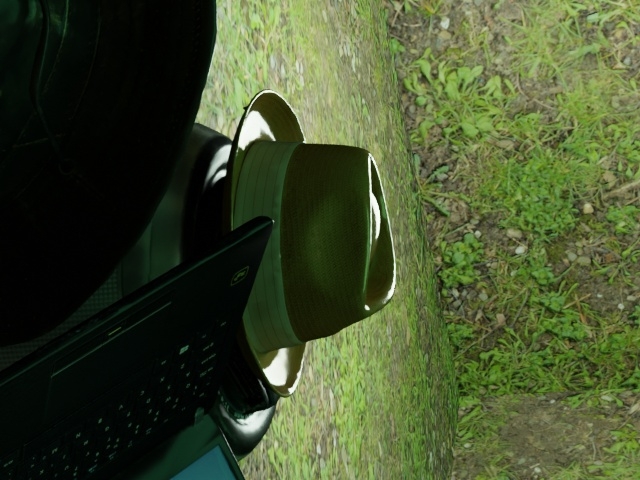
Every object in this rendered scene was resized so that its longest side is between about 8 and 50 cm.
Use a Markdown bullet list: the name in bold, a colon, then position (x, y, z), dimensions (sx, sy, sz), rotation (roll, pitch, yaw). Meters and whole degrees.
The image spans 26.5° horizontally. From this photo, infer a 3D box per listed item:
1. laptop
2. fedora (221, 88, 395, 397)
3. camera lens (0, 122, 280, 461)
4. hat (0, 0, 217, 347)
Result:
- **laptop**: position (-0.092, 0.158, 0.653), dimensions (0.234, 0.136, 0.264), rotation (-33, 157, -37)
- **fedora**: position (0.000, 0.000, 0.823), dimensions (0.194, 0.079, 0.194), rotation (-4, 90, -76)
- **camera lens**: position (-0.167, 0.043, 0.875), dimensions (0.219, 0.274, 0.219), rotation (-5, 90, -76)
- **hat**: position (-0.217, -0.093, 0.685), dimensions (0.134, 0.331, 0.331), rotation (-12, 98, -62)
